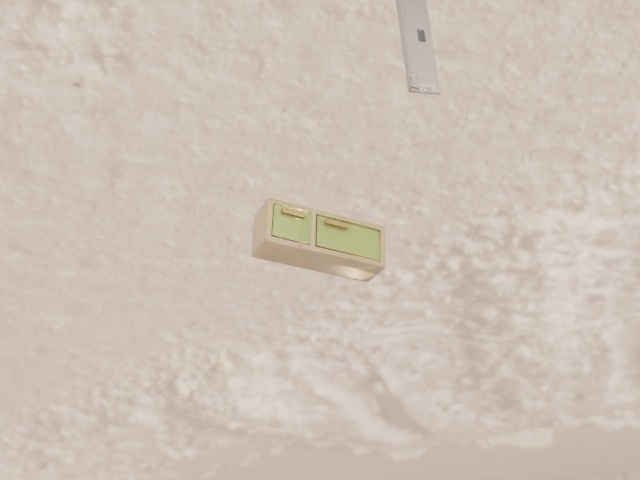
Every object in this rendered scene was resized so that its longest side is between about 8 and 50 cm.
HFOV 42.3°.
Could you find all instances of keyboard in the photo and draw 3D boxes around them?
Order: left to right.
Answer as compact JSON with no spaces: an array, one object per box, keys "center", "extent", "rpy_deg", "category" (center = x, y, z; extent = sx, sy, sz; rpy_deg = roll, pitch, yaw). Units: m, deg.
[{"center":[0.192,-0.410,1.653],"extent":[0.072,0.255,0.014],"rpy_deg":[3,162,-28],"category":"keyboard"}]

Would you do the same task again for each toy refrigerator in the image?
[{"center":[0.000,0.000,1.726],"extent":[0.270,0.102,0.094],"rpy_deg":[14,150,-20],"category":"toy refrigerator"}]
